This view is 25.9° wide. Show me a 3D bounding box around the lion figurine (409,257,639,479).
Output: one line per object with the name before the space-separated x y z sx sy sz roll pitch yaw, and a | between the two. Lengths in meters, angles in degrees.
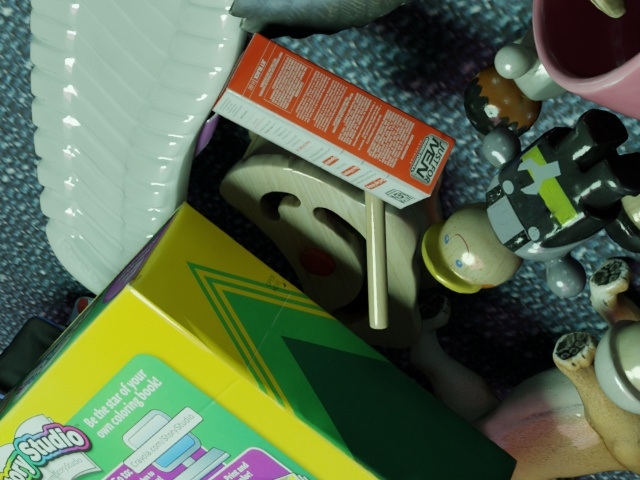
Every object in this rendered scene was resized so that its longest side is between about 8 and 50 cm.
lion figurine | 0.193 0.151 1.123 0.392 0.142 0.240 -8 131 41

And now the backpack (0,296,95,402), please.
backpack | -0.218 0.205 1.421 0.276 0.213 0.263 32 144 12

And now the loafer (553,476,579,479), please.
loafer | 0.178 0.259 1.330 0.094 0.087 0.251 23 147 5

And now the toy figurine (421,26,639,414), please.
toy figurine | 0.175 -0.026 0.819 0.209 0.213 0.148 30 137 -21

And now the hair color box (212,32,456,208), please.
hair color box | 0.007 -0.073 0.874 0.141 0.043 0.072 28 170 -9

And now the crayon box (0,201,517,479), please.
crayon box | -0.084 0.178 1.094 0.313 0.106 0.363 39 136 -9

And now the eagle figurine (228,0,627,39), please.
eagle figurine | 0.015 -0.223 0.717 0.225 0.226 0.298 2 -175 -24

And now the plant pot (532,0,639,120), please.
plant pot | 0.232 -0.135 0.677 0.180 0.201 0.201 20 150 -19

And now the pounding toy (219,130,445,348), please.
pounding toy | 0.000 0.000 1.037 0.154 0.155 0.269 12 142 16

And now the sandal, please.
sandal | -0.127 -0.125 1.009 0.169 0.102 0.416 35 135 13
